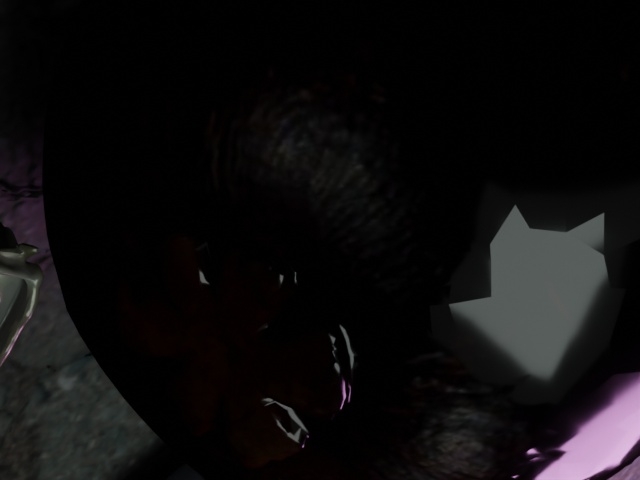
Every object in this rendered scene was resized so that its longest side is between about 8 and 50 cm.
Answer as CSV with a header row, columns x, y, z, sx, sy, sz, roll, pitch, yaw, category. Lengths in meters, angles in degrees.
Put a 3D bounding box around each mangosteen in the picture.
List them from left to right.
x,y,z,sx,sy,sz,roll,pitch,yaw,category
0.044,-0.040,0.815,0.347,0.307,0.307,-47,156,-50,mangosteen

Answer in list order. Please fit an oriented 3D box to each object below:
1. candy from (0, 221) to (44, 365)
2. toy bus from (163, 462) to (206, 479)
x,y,z,sx,sy,sz,roll,pitch,yaw,category
-0.229,0.030,0.714,0.185,0.137,0.195,20,108,-52,candy
-0.030,0.225,1.070,0.288,0.194,0.232,-40,159,-5,toy bus
